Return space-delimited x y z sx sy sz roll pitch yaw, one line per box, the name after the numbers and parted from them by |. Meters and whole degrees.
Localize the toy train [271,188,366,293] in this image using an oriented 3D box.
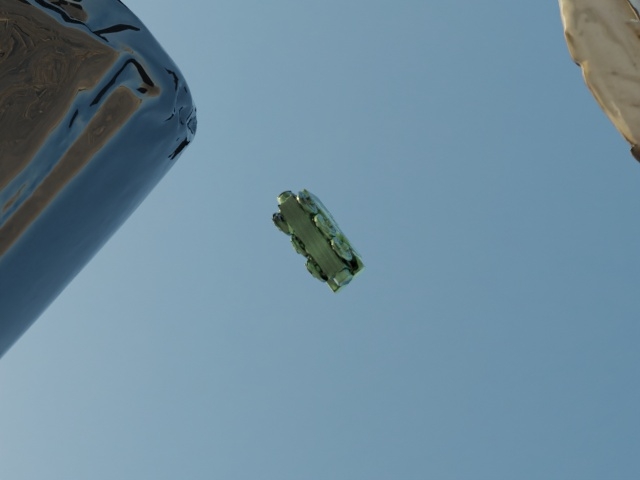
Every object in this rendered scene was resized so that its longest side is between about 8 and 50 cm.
0.000 0.000 0.953 0.033 0.053 0.083 -41 -113 10 | toy train

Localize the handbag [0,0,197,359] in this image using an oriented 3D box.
-0.243 -0.039 0.586 0.275 0.178 0.302 42 -90 5 | handbag

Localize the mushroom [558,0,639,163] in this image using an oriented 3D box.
0.223 -0.137 0.943 0.072 0.094 0.210 -25 -80 40 | mushroom
